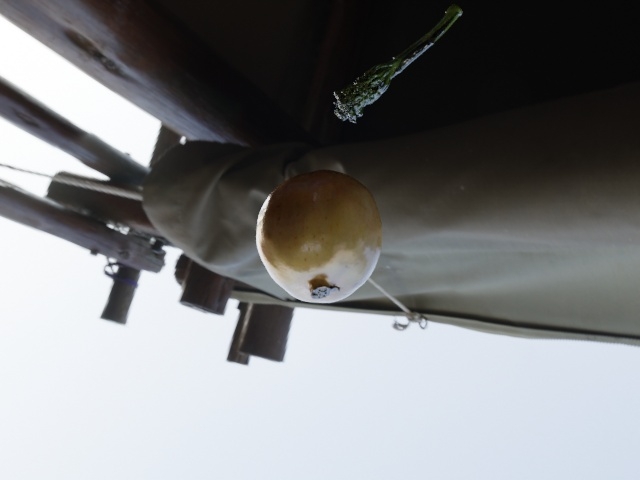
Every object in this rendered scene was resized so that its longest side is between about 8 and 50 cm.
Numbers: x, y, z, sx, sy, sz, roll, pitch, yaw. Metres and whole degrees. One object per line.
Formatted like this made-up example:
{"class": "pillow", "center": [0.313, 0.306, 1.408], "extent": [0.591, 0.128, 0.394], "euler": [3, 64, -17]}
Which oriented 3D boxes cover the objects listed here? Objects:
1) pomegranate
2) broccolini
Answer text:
{"class": "pomegranate", "center": [0.002, -0.003, 0.893], "extent": [0.191, 0.191, 0.191], "euler": [-15, -119, 30]}
{"class": "broccolini", "center": [0.112, -0.259, 0.897], "extent": [0.239, 0.051, 0.054], "euler": [-43, -111, -5]}
